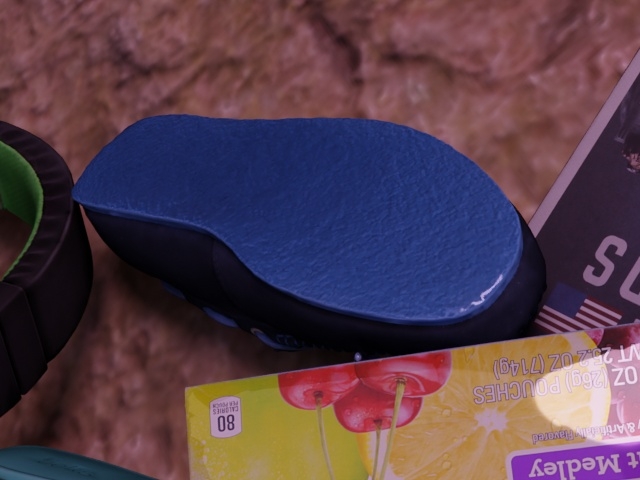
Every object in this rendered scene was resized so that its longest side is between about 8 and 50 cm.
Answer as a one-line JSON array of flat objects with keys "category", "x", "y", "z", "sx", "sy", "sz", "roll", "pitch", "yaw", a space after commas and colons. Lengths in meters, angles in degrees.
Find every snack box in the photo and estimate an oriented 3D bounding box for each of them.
[{"category": "snack box", "x": 0.055, "y": 0.138, "z": 0.425, "sx": 0.175, "sy": 0.070, "sz": 0.207, "roll": -10, "pitch": 73, "yaw": 12}]

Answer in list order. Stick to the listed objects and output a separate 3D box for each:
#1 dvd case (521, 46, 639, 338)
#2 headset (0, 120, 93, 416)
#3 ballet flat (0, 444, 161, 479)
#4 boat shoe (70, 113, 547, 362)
[{"category": "dvd case", "x": 0.166, "y": -0.005, "z": 0.512, "sx": 0.179, "sy": 0.029, "sz": 0.238, "roll": 28, "pitch": 83, "yaw": 44}, {"category": "headset", "x": -0.275, "y": 0.038, "z": 0.602, "sx": 0.243, "sy": 0.185, "sz": 0.394, "roll": 14, "pitch": 42, "yaw": 28}, {"category": "ballet flat", "x": -0.050, "y": 0.137, "z": 0.571, "sx": 0.248, "sy": 0.086, "sz": 0.086, "roll": 2, "pitch": 66, "yaw": 39}, {"category": "boat shoe", "x": 0.000, "y": 0.000, "z": 0.599, "sx": 0.109, "sy": 0.089, "sz": 0.258, "roll": -46, "pitch": 37, "yaw": -17}]
